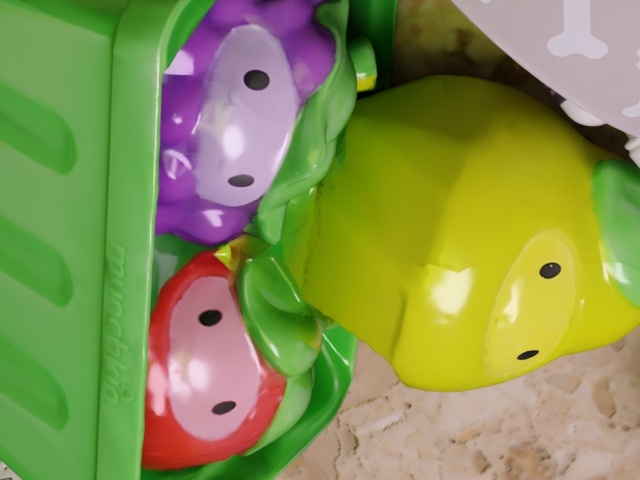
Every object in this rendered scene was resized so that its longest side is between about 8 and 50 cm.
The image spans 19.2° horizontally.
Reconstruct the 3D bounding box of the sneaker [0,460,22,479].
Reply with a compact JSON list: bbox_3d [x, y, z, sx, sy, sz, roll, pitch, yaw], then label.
[{"bbox_3d":[-0.207,0.162,1.263,0.237,0.085,0.086,-34,99,25],"label":"sneaker"}]

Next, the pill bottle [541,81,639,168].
[{"bbox_3d":[0.145,-0.127,0.964,0.108,0.108,0.193,-38,88,29],"label":"pill bottle"}]

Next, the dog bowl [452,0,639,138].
[{"bbox_3d":[0.133,-0.190,0.825,0.349,0.349,0.102,42,126,-11],"label":"dog bowl"}]

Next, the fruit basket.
[{"bbox_3d":[0.000,0.000,1.030,0.392,0.283,0.392,15,122,26],"label":"fruit basket"}]
